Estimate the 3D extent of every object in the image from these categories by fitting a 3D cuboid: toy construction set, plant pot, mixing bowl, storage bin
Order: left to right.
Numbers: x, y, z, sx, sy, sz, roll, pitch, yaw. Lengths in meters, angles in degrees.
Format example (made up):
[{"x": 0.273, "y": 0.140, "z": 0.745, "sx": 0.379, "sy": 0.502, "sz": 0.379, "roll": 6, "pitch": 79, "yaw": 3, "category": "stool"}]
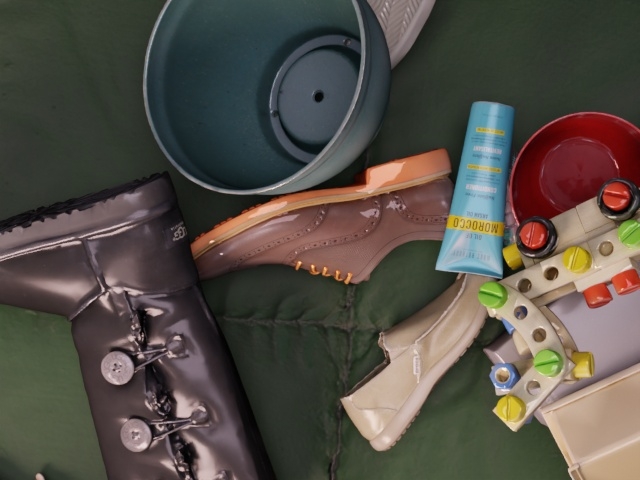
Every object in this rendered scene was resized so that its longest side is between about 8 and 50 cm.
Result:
[{"x": -0.035, "y": -0.186, "z": 1.637, "sx": 0.293, "sy": 0.196, "sz": 0.293, "roll": -4, "pitch": 82, "yaw": 28, "category": "plant pot"}, {"x": 0.313, "y": -0.069, "z": 1.651, "sx": 0.181, "sy": 0.098, "sz": 0.181, "roll": 1, "pitch": 102, "yaw": 3, "category": "mixing bowl"}, {"x": 0.319, "y": 0.061, "z": 1.541, "sx": 0.327, "sy": 0.151, "sz": 0.215, "roll": -21, "pitch": 70, "yaw": 6, "category": "toy construction set"}, {"x": 0.434, "y": 0.265, "z": 1.593, "sx": 0.262, "sy": 0.123, "sz": 0.260, "roll": -26, "pitch": 115, "yaw": 7, "category": "storage bin"}]

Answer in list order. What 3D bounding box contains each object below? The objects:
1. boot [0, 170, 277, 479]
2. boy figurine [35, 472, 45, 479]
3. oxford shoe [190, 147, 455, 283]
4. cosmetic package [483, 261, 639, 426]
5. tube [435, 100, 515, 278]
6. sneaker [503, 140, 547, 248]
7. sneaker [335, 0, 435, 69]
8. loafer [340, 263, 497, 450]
[{"x": -0.266, "y": 0.177, "z": 1.665, "sx": 0.367, "sy": 0.146, "sz": 0.445, "roll": -14, "pitch": 102, "yaw": 26, "category": "boot"}, {"x": -0.355, "y": 0.370, "z": 1.654, "sx": 0.285, "sy": 0.092, "sz": 0.177, "roll": 30, "pitch": 55, "yaw": 9, "category": "boy figurine"}, {"x": 0.000, "y": 0.000, "z": 1.683, "sx": 0.363, "sy": 0.130, "sz": 0.133, "roll": -18, "pitch": 92, "yaw": 0, "category": "oxford shoe"}, {"x": 0.329, "y": 0.108, "z": 1.679, "sx": 0.238, "sy": 0.107, "sz": 0.127, "roll": -41, "pitch": 89, "yaw": -5, "category": "cosmetic package"}, {"x": 0.193, "y": -0.061, "z": 1.663, "sx": 0.080, "sy": 0.052, "sz": 0.207, "roll": 8, "pitch": 86, "yaw": 10, "category": "tube"}, {"x": 0.246, "y": -0.071, "z": 1.725, "sx": 0.076, "sy": 0.065, "sz": 0.166, "roll": -8, "pitch": 86, "yaw": -19, "category": "sneaker"}, {"x": 0.137, "y": -0.363, "z": 1.720, "sx": 0.131, "sy": 0.148, "sz": 0.350, "roll": 34, "pitch": 110, "yaw": 27, "category": "sneaker"}, {"x": 0.119, "y": 0.127, "z": 1.680, "sx": 0.092, "sy": 0.102, "sz": 0.268, "roll": 34, "pitch": 87, "yaw": -3, "category": "loafer"}]
